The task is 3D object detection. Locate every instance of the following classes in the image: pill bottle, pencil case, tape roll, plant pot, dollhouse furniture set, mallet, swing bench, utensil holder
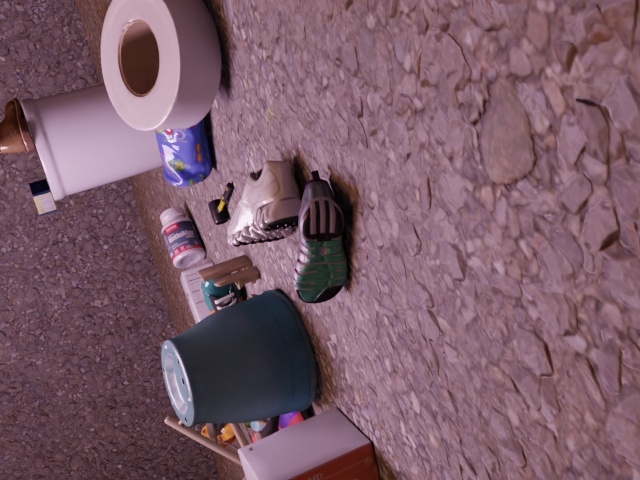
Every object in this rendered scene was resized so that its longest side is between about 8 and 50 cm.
[{"bbox_3d":[-0.447,-0.012,2.273,0.180,0.108,0.108,63,160,21],"label":"pill bottle"},{"bbox_3d":[-0.321,-0.264,1.658,0.133,0.119,0.306,26,140,21],"label":"pencil case"},{"bbox_3d":[-0.323,-0.364,1.417,0.286,0.100,0.286,12,108,43],"label":"tape roll"},{"bbox_3d":[-0.186,0.263,1.492,0.272,0.255,0.271,31,127,53],"label":"plant pot"},{"bbox_3d":[-0.202,0.144,1.700,0.144,0.123,0.151,39,143,58],"label":"dollhouse furniture set"},{"bbox_3d":[-0.238,-0.104,1.715,0.062,0.039,0.189,67,156,19],"label":"mallet"},{"bbox_3d":[-0.196,0.434,1.721,0.254,0.165,0.253,45,-169,2],"label":"swing bench"},{"bbox_3d":[-0.721,-0.339,2.298,0.327,0.386,0.327,162,90,-72],"label":"utensil holder"}]

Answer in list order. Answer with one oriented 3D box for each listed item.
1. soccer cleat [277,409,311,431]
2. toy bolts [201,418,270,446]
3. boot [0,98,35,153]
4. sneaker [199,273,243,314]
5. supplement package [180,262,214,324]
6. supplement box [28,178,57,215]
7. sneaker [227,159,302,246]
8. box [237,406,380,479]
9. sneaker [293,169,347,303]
[{"bbox_3d":[-0.065,0.500,1.669,0.108,0.116,0.318,42,146,56],"label":"soccer cleat"},{"bbox_3d":[-0.214,0.484,1.986,0.228,0.218,0.158,21,123,44],"label":"toy bolts"},{"bbox_3d":[-0.956,-0.350,2.170,0.305,0.115,0.112,-131,27,-50],"label":"boot"},{"bbox_3d":[-0.236,0.205,1.903,0.121,0.108,0.302,49,160,47],"label":"sneaker"},{"bbox_3d":[-0.355,0.174,2.196,0.105,0.105,0.179,129,121,-69],"label":"supplement package"},{"bbox_3d":[-0.892,-0.138,2.280,0.083,0.056,0.083,49,152,47],"label":"supplement box"},{"bbox_3d":[-0.101,-0.060,1.273,0.292,0.110,0.118,-27,75,63],"label":"sneaker"},{"bbox_3d":[0.005,0.536,1.355,0.168,0.215,0.345,24,131,65],"label":"box"},{"bbox_3d":[0.000,0.000,1.103,0.223,0.083,0.098,98,169,-45],"label":"sneaker"}]
